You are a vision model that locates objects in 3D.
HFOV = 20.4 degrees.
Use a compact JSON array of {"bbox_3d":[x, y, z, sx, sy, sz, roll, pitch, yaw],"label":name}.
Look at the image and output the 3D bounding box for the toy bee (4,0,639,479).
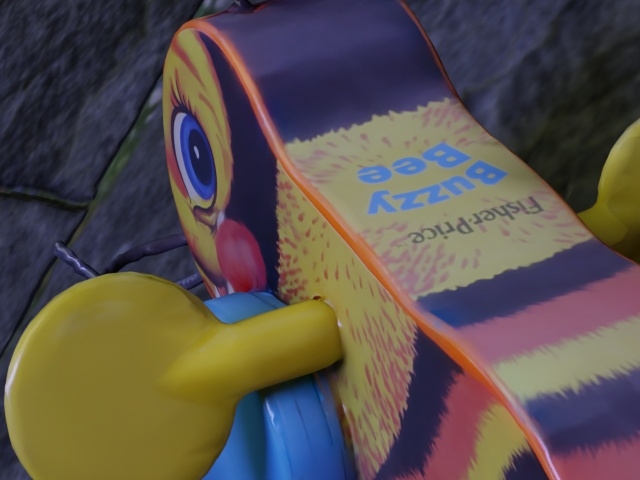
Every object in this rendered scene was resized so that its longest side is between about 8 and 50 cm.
[{"bbox_3d":[0.000,0.000,0.437,0.298,0.162,0.195,18,35,37],"label":"toy bee"}]
